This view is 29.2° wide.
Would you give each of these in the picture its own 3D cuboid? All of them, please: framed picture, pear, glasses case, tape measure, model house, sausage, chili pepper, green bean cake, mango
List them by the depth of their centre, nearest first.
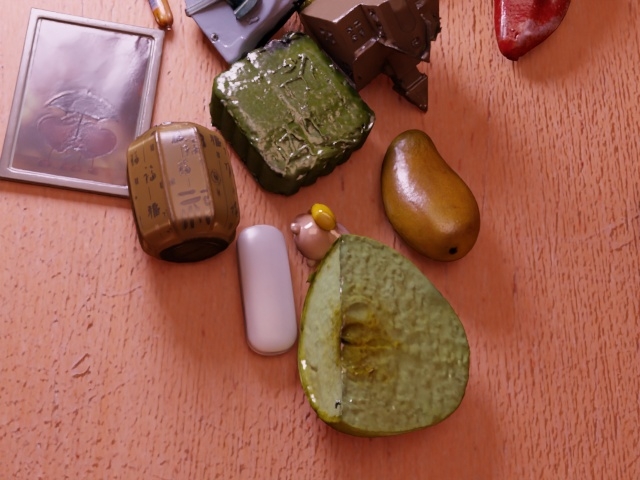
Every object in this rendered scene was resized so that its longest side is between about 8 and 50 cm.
[{"bbox_3d":[0.095,0.158,1.771,0.239,0.139,0.288,10,64,-23],"label":"pear"},{"bbox_3d":[-0.080,0.072,1.808,0.076,0.049,0.197,-5,71,-12],"label":"glasses case"},{"bbox_3d":[-0.361,-0.210,1.877,0.211,0.020,0.289,9,69,-8],"label":"framed picture"},{"bbox_3d":[-0.045,-0.192,1.877,0.200,0.113,0.214,-33,80,-20],"label":"green bean cake"},{"bbox_3d":[0.162,-0.068,1.880,0.136,0.099,0.227,-17,66,-11],"label":"mango"},{"bbox_3d":[0.123,-0.290,1.897,0.181,0.176,0.248,-41,123,-10],"label":"model house"},{"bbox_3d":[-0.125,-0.388,1.906,0.181,0.107,0.182,44,109,11],"label":"tape measure"},{"bbox_3d":[-0.256,-0.377,1.947,0.031,0.031,0.107,-15,73,-15],"label":"sausage"},{"bbox_3d":[0.352,-0.412,2.044,0.144,0.136,0.252,22,73,-50],"label":"chili pepper"}]

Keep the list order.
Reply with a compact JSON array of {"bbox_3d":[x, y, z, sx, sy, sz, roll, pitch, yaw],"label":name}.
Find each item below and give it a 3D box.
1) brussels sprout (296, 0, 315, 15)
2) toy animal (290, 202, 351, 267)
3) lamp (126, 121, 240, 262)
[{"bbox_3d":[0.022,-0.384,1.968,0.139,0.100,0.181,-45,109,-22],"label":"brussels sprout"},{"bbox_3d":[0.000,0.000,1.842,0.082,0.091,0.114,-44,113,-4],"label":"toy animal"},{"bbox_3d":[-0.201,-0.069,1.784,0.161,0.161,0.185,-6,72,-12],"label":"lamp"}]
